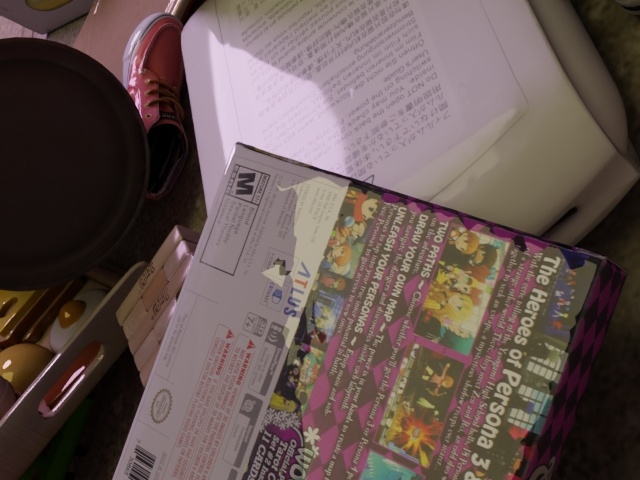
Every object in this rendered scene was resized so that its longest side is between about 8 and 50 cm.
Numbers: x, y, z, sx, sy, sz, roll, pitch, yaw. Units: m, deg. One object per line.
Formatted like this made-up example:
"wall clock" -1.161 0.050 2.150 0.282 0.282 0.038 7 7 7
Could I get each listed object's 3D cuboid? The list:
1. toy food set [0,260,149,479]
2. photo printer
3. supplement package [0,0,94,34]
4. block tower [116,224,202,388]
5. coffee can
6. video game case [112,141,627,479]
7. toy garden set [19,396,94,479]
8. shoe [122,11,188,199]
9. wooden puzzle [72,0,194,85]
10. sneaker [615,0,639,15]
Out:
"toy food set" -0.285 0.082 0.882 0.219 0.092 0.306 -53 34 -16
"photo printer" 0.039 -0.081 0.597 0.256 0.107 0.307 -34 48 24
"supplement package" -0.358 -0.371 1.170 0.203 0.194 0.149 -5 69 50
"block tower" -0.031 0.126 0.611 0.097 0.091 0.335 -54 40 19
"coffee can" -0.299 -0.082 0.879 0.275 0.201 0.201 19 88 56
"video game case" 0.005 0.088 0.461 0.210 0.042 0.232 19 90 35
"toy garden set" -0.298 0.219 0.930 0.244 0.049 0.203 13 81 52
"shoe" -0.150 -0.125 0.907 0.081 0.063 0.178 17 91 51
"wooden puzzle" -0.204 -0.220 1.040 0.238 0.044 0.221 -58 38 5
"sneaker" 0.183 -0.246 0.552 0.132 0.086 0.228 -35 58 29
